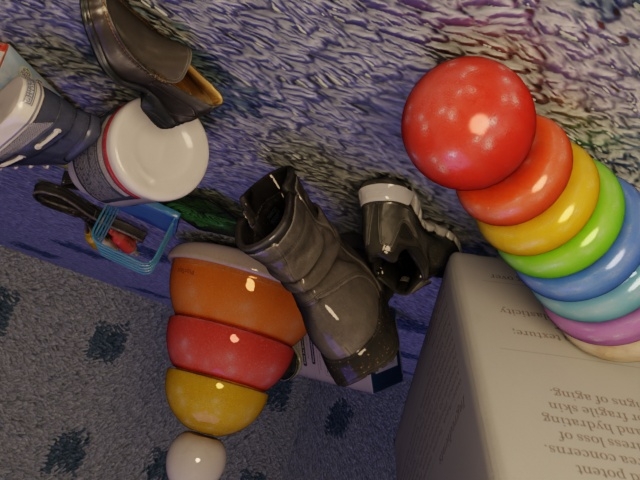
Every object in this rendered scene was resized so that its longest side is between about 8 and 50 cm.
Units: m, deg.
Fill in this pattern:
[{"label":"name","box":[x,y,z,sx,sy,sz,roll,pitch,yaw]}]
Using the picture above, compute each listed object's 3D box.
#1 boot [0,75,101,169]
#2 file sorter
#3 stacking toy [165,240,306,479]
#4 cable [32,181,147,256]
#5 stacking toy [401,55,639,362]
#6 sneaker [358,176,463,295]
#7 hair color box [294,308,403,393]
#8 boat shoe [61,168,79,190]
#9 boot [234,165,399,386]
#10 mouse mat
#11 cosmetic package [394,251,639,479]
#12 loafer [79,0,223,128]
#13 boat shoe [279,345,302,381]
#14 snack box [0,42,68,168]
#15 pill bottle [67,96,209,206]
[{"label":"boot","box":[-0.306,-0.090,0.658,0.190,0.069,0.086,-19,150,35]},{"label":"file sorter","box":[-0.320,-0.012,1.140,0.118,0.105,0.170,26,165,-9]},{"label":"stacking toy","box":[-0.205,0.266,1.337,0.350,0.480,0.350,16,167,4]},{"label":"cable","box":[-0.457,-0.029,1.334,0.139,0.072,0.287,7,164,16]},{"label":"stacking toy","box":[0.183,-0.022,0.513,0.141,0.141,0.330,1,155,47]},{"label":"sneaker","box":[0.106,0.021,0.775,0.078,0.106,0.234,-5,157,29]},{"label":"hair color box","box":[0.032,0.243,1.577,0.105,0.174,0.347,-11,-173,-39]},{"label":"boat shoe","box":[-0.339,-0.086,1.033,0.142,0.040,0.049,14,166,12]},{"label":"boot","box":[0.000,0.000,0.805,0.223,0.118,0.338,56,-173,-17]},{"label":"mouse mat","box":[-0.188,-0.039,1.056,0.189,0.007,0.152,13,162,40]},{"label":"cosmetic package","box":[0.269,0.266,0.672,0.329,0.328,0.394,10,-149,-1]},{"label":"loafer","box":[-0.133,-0.149,0.534,0.061,0.062,0.170,-9,164,10]},{"label":"boat shoe","box":[-0.181,0.202,1.570,0.340,0.127,0.113,52,-174,6]},{"label":"snack box","box":[-0.397,-0.161,0.744,0.207,0.070,0.174,12,164,12]},{"label":"pill bottle","box":[-0.210,-0.091,0.723,0.108,0.108,0.180,26,163,-35]}]
